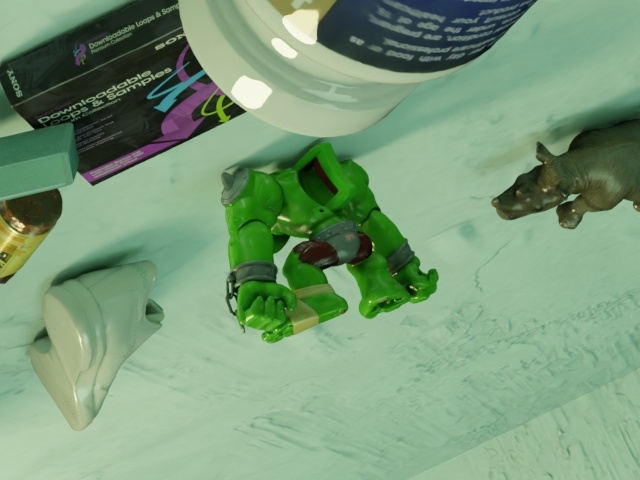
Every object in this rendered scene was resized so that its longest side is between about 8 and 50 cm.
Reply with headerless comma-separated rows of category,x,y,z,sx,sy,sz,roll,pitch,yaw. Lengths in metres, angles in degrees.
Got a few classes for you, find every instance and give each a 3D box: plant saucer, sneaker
plant saucer,-0.227,-0.026,1.025,0.192,0.018,0.067,-12,164,-8
sneaker,-0.164,0.078,1.431,0.094,0.080,0.212,-31,167,-24

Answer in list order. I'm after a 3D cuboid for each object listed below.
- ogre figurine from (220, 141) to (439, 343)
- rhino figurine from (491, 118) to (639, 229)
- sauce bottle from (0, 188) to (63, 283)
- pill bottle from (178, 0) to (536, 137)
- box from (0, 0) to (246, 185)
ogre figurine,0.000,0.000,1.325,0.197,0.118,0.097,-14,166,-29
rhino figurine,0.237,-0.059,1.580,0.243,0.073,0.106,-13,165,-33
sauce bottle,-0.201,0.003,1.170,0.042,0.042,0.128,-13,159,-36
pill bottle,0.044,-0.160,0.794,0.153,0.153,0.265,-14,161,-33
box,-0.103,-0.085,1.051,0.116,0.029,0.162,-26,163,3
